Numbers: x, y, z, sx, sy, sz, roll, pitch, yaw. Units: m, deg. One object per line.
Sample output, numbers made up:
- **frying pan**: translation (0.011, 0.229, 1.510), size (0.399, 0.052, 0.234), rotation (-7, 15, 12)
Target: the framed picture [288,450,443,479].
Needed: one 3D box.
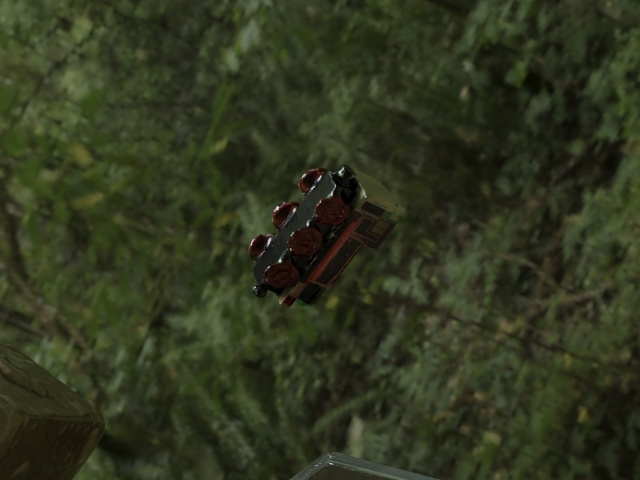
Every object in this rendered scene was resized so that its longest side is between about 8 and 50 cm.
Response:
- **framed picture**: translation (0.018, 0.261, 1.160), size (0.197, 0.014, 0.252), rotation (-32, 21, -33)

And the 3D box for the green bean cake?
- **green bean cake**: translation (-0.189, 0.111, 0.675), size (0.109, 0.085, 0.179), rotation (-54, -12, -1)

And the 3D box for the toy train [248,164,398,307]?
- **toy train**: translation (0.000, 0.000, 1.113), size (0.138, 0.087, 0.050), rotation (-52, 37, 19)
